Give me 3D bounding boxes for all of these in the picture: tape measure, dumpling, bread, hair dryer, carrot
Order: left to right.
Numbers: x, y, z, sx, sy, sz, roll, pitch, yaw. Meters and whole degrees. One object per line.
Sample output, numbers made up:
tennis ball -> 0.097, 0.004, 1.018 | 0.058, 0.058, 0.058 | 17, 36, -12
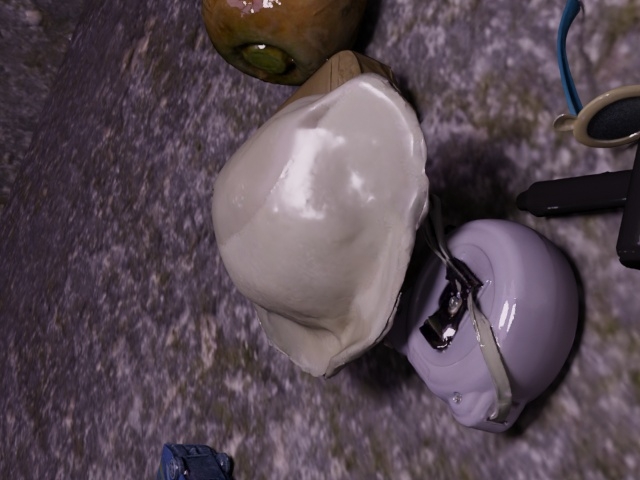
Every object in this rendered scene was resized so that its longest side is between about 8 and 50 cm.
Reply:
carrot -> -0.029, -0.384, 1.414 | 0.224, 0.224, 0.340 | -13, 56, 57
dumpling -> 0.003, -0.001, 1.057 | 0.341, 0.181, 0.260 | -26, 75, 31
bread -> 0.010, -0.102, 1.258 | 0.224, 0.142, 0.211 | -38, 41, 46
tape measure -> 0.142, 0.064, 0.970 | 0.178, 0.105, 0.196 | -65, 28, 10
hair dryer -> 0.235, -0.027, 0.906 | 0.248, 0.071, 0.114 | -6, 69, 63

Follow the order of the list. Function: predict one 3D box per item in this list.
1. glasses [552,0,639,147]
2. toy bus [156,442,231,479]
glasses -> 0.292, -0.190, 0.928 | 0.189, 0.088, 0.220 | -49, 16, 37
toy bus -> -0.142, 0.340, 1.347 | 0.236, 0.079, 0.094 | -137, 53, -59
